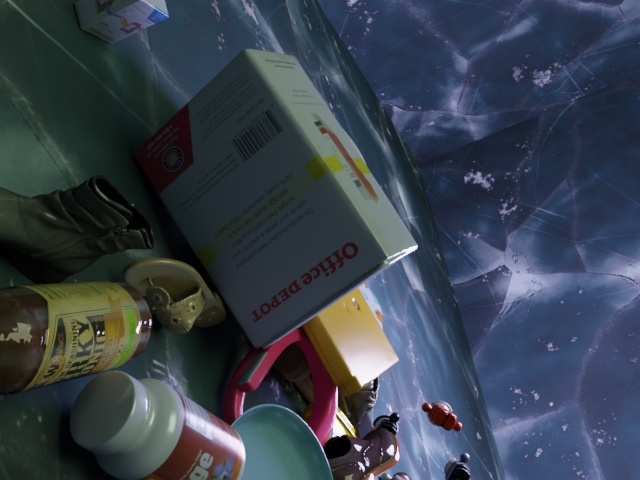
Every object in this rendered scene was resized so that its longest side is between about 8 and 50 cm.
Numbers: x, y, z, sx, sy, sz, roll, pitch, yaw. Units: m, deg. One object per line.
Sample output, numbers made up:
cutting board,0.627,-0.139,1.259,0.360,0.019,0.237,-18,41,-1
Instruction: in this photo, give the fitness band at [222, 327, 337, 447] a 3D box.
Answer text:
fitness band,-0.061,0.273,1.333,0.209,0.054,0.291,63,33,-17

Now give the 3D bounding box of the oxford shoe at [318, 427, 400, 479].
oxford shoe,0.067,0.376,1.409,0.098,0.097,0.271,62,21,2

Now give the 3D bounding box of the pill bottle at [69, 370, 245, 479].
pill bottle,-0.193,0.241,0.958,0.216,0.121,0.121,48,26,-47

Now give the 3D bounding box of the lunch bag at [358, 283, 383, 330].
lunch bag,0.041,0.157,1.805,0.243,0.115,0.303,53,20,-26

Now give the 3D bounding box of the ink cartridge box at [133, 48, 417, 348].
ink cartridge box,-0.072,-0.064,1.274,0.384,0.279,0.160,58,25,8

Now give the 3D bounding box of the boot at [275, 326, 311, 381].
boot,-0.095,0.116,1.468,0.203,0.095,0.261,40,38,-51

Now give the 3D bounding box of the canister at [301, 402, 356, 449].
canister,0.014,0.403,1.482,0.126,0.073,0.169,57,22,-31

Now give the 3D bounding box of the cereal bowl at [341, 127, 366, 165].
cereal bowl,-0.083,-0.115,1.485,0.141,0.339,0.339,-51,124,-31

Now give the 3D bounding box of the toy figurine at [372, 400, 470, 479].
toy figurine,0.230,0.483,1.823,0.148,0.213,0.209,64,9,-84

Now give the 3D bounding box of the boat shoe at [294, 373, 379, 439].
boat shoe,0.053,0.314,1.609,0.355,0.130,0.132,59,19,-27

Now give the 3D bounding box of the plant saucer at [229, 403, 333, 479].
plant saucer,-0.075,0.400,1.157,0.318,0.044,0.317,33,50,-49

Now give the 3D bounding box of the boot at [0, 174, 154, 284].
boot,-0.307,-0.041,0.886,0.246,0.161,0.083,45,28,-53

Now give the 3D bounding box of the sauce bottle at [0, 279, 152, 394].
sauce bottle,-0.303,0.101,0.820,0.111,0.111,0.344,70,18,6

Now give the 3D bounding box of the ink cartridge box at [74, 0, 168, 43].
ink cartridge box,-0.328,-0.380,1.317,0.088,0.123,0.052,12,61,-70

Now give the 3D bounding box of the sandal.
sandal,-0.198,0.103,1.174,0.240,0.088,0.079,48,20,-60

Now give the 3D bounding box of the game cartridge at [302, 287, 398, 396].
game cartridge,0.029,0.140,1.520,0.285,0.053,0.324,61,17,9
